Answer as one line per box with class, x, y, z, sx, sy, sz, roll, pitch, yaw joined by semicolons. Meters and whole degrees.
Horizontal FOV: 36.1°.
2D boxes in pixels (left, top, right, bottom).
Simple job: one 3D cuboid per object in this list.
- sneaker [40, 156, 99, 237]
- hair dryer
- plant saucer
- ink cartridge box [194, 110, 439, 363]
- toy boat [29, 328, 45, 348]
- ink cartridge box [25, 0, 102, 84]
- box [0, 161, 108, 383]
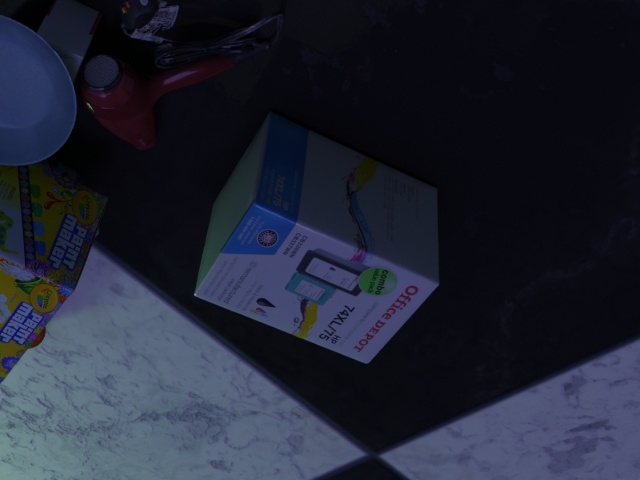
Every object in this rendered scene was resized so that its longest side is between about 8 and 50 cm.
sneaker;-0.405;-0.092;1.383;0.122;0.110;0.283;-21;132;0
hair dryer;-0.190;-0.195;1.234;0.223;0.080;0.293;5;153;-34
plant saucer;-0.378;-0.183;1.166;0.194;0.037;0.195;4;122;7
ink cartridge box;0.000;0.000;1.344;0.270;0.197;0.198;23;131;-16
toy boat;-0.514;0.143;1.586;0.151;0.151;0.231;8;142;-46
ink cartridge box;-0.338;-0.215;1.238;0.063;0.109;0.150;22;130;-16
box;-0.480;0.020;1.279;0.279;0.177;0.290;30;130;-20
